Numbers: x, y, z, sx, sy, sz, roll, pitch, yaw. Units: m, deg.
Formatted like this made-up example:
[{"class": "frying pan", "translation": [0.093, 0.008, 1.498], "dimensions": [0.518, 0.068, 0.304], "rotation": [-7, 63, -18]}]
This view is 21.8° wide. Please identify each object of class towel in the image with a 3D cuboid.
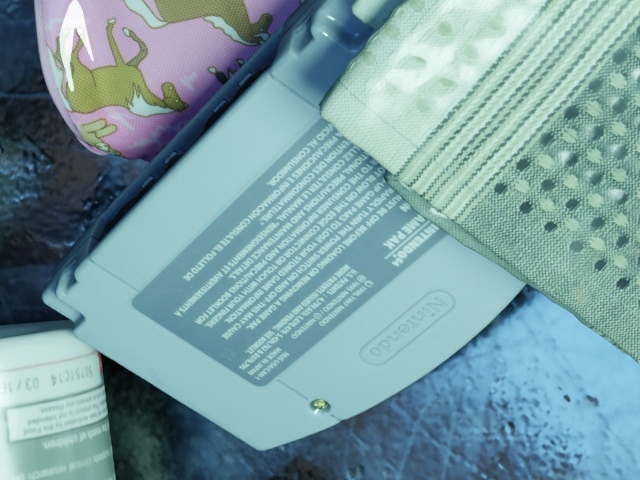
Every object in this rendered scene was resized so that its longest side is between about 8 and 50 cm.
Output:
[{"class": "towel", "translation": [0.200, -0.097, 0.808], "dimensions": [0.312, 0.056, 0.324], "rotation": [37, 101, -21]}]

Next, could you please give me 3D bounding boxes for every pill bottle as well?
[{"class": "pill bottle", "translation": [-0.202, 0.199, 1.031], "dimensions": [0.161, 0.161, 0.283], "rotation": [-6, 92, 19]}]

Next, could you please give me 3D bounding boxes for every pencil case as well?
[{"class": "pencil case", "translation": [0.029, -0.150, 0.934], "dimensions": [0.386, 0.160, 0.167], "rotation": [-8, 59, 19]}]

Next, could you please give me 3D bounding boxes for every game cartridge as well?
[{"class": "game cartridge", "translation": [0.000, 0.000, 0.930], "dimensions": [0.198, 0.062, 0.297], "rotation": [32, 129, -22]}]
